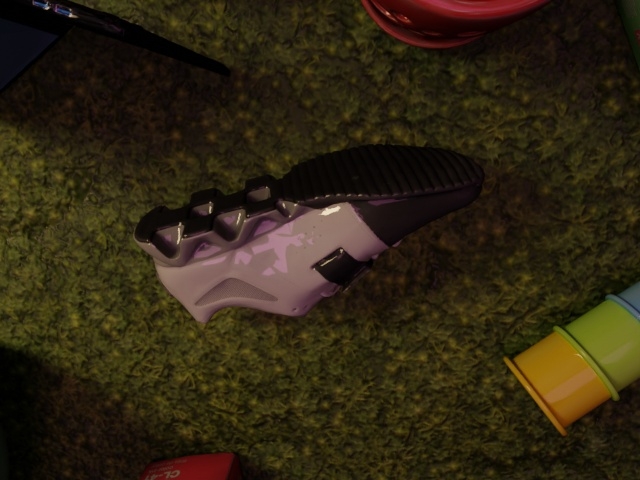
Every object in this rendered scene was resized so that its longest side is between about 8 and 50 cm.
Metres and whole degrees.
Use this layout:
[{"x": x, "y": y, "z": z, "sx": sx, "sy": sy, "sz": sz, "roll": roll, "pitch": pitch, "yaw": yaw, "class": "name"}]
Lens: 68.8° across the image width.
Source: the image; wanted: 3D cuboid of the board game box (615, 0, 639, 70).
[{"x": 0.402, "y": -0.214, "z": 0.420, "sx": 0.214, "sy": 0.046, "sz": 0.317, "roll": -25, "pitch": 101, "yaw": 10, "class": "board game box"}]

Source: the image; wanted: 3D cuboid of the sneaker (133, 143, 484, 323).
[{"x": 0.000, "y": 0.000, "z": 0.477, "sx": 0.331, "sy": 0.122, "sz": 0.146, "roll": -13, "pitch": 120, "yaw": 6, "class": "sneaker"}]

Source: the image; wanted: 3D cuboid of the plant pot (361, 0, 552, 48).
[{"x": 0.109, "y": -0.255, "z": 0.365, "sx": 0.191, "sy": 0.174, "sz": 0.191, "roll": 1, "pitch": 104, "yaw": 4, "class": "plant pot"}]

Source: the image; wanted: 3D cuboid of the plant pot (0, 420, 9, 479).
[{"x": -0.477, "y": 0.286, "z": 0.506, "sx": 0.272, "sy": 0.271, "sz": 0.255, "roll": 1, "pitch": 119, "yaw": 4, "class": "plant pot"}]

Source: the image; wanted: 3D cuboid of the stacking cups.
[{"x": 0.343, "y": 0.066, "z": 0.474, "sx": 0.316, "sy": 0.096, "sz": 0.096, "roll": -40, "pitch": 98, "yaw": 8, "class": "stacking cups"}]

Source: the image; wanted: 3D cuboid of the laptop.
[{"x": -0.244, "y": -0.132, "z": 0.389, "sx": 0.265, "sy": 0.234, "sz": 0.136, "roll": 18, "pitch": 105, "yaw": -1, "class": "laptop"}]

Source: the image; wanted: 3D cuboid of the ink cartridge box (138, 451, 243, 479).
[{"x": -0.153, "y": 0.414, "z": 0.475, "sx": 0.131, "sy": 0.306, "sz": 0.226, "roll": -7, "pitch": 102, "yaw": 5, "class": "ink cartridge box"}]
